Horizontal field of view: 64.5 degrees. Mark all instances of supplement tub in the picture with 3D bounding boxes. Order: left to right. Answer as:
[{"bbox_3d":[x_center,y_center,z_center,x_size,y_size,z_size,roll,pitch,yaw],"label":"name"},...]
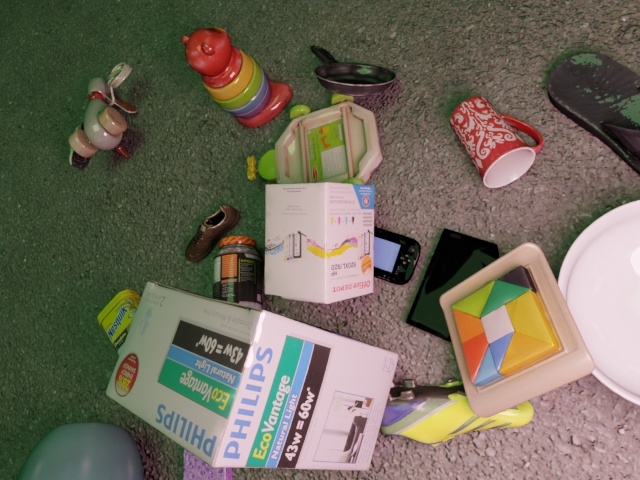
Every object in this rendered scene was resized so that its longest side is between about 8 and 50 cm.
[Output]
[{"bbox_3d":[-0.196,0.094,1.202,0.116,0.117,0.191,-11,68,22],"label":"supplement tub"}]

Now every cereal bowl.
[{"bbox_3d":[0.562,0.108,0.816,0.338,0.141,0.339,-8,69,23],"label":"cereal bowl"}]

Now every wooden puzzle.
[{"bbox_3d":[0.312,0.149,0.862,0.221,0.044,0.239,-41,43,34],"label":"wooden puzzle"}]

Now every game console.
[{"bbox_3d":[0.180,0.061,1.074,0.361,0.044,0.213,19,82,30],"label":"game console"}]

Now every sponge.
[{"bbox_3d":[-0.252,0.530,1.130,0.117,0.031,0.210,-14,68,21],"label":"sponge"}]

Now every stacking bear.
[{"bbox_3d":[-0.230,-0.427,1.295,0.175,0.289,0.164,38,91,30],"label":"stacking bear"}]

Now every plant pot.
[{"bbox_3d":[-0.532,0.548,1.125,0.292,0.293,0.235,-22,51,18],"label":"plant pot"}]

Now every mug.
[{"bbox_3d":[0.362,-0.208,1.059,0.113,0.150,0.169,-57,46,42],"label":"mug"}]

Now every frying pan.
[{"bbox_3d":[0.035,-0.416,1.254,0.326,0.197,0.053,28,130,33],"label":"frying pan"}]

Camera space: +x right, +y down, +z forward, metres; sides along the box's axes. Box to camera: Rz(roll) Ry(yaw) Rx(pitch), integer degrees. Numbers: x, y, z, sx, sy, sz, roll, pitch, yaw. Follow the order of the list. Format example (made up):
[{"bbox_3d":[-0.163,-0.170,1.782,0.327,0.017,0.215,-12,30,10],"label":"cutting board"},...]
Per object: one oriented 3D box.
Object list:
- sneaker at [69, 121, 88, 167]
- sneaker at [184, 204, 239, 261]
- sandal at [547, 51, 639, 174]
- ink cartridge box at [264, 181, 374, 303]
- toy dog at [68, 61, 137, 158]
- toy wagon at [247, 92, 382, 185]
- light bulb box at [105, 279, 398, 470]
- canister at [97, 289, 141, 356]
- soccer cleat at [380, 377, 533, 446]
[{"bbox_3d":[-0.796,-0.312,1.674,0.075,0.057,0.162,-5,71,42],"label":"sneaker"},{"bbox_3d":[-0.297,-0.025,1.317,0.188,0.071,0.066,-45,60,5],"label":"sneaker"},{"bbox_3d":[0.608,-0.215,0.923,0.168,0.107,0.446,-48,60,4],"label":"sandal"},{"bbox_3d":[0.000,0.000,1.057,0.168,0.171,0.233,3,95,39],"label":"ink cartridge box"},{"bbox_3d":[-0.660,-0.377,1.594,0.220,0.161,0.334,-13,53,25],"label":"toy dog"},{"bbox_3d":[-0.022,-0.213,1.251,0.344,0.068,0.268,-14,67,22],"label":"toy wagon"},{"bbox_3d":[-0.119,0.243,0.926,0.357,0.361,0.226,6,75,44],"label":"light bulb box"},{"bbox_3d":[-0.496,0.231,1.326,0.126,0.073,0.170,-47,61,5],"label":"canister"},{"bbox_3d":[0.242,0.326,0.944,0.288,0.093,0.121,-4,101,20],"label":"soccer cleat"}]
